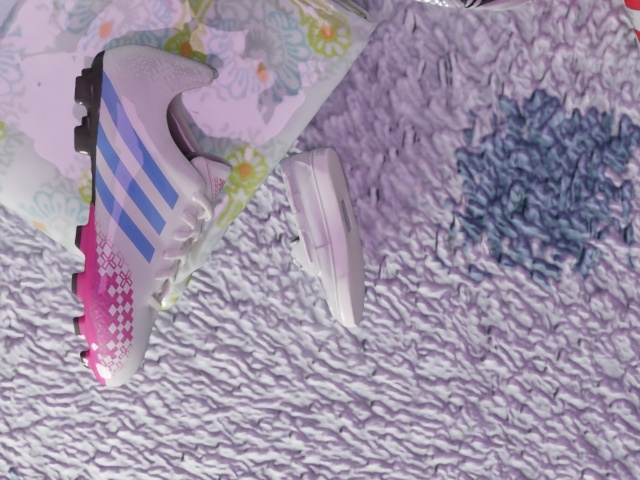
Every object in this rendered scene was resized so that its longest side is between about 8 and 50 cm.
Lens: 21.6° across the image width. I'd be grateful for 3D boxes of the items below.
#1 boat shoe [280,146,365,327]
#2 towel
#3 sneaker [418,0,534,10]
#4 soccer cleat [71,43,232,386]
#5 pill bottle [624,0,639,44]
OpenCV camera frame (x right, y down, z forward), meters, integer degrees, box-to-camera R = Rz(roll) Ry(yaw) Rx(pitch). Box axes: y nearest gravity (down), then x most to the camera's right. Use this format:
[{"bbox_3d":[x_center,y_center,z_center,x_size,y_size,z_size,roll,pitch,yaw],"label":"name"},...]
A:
[{"bbox_3d":[0.000,0.000,1.675,0.063,0.066,0.184,-8,109,18],"label":"boat shoe"},{"bbox_3d":[-0.173,-0.159,1.616,0.320,0.090,0.374,36,105,-8],"label":"towel"},{"bbox_3d":[0.065,-0.327,1.497,0.365,0.137,0.210,5,107,-23],"label":"sneaker"},{"bbox_3d":[-0.155,-0.016,1.559,0.143,0.116,0.331,2,108,-1],"label":"soccer cleat"},{"bbox_3d":[0.336,-0.353,1.472,0.229,0.229,0.408,-22,105,8],"label":"pill bottle"}]
